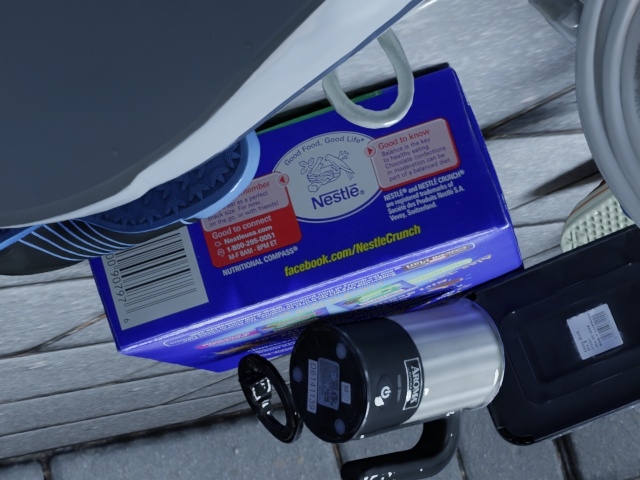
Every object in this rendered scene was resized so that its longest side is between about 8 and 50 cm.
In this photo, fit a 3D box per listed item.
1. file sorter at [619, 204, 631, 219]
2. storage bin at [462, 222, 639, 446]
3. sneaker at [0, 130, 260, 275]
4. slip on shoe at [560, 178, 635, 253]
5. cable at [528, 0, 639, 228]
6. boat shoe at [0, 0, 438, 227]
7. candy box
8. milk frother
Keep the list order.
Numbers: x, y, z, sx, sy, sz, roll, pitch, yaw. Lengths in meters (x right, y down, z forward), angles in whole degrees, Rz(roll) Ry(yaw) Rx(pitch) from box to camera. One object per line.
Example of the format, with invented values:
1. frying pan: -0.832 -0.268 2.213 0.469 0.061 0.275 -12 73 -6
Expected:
1. file sorter: 0.276 -0.087 1.234 0.118 0.104 0.170 -15 170 -8
2. storage bin: 0.205 0.070 1.296 0.180 0.122 0.084 -23 170 13
3. sneaker: -0.129 -0.031 0.998 0.232 0.081 0.090 -12 176 24
4. slip on shoe: 0.341 -0.060 1.550 0.101 0.123 0.331 -48 -174 -35
5. cable: 0.242 -0.082 0.772 0.257 0.257 0.089 -34 -171 33
6. boat shoe: 0.000 -0.114 0.595 0.367 0.136 0.156 -32 167 29
7. candy box: 0.000 0.000 1.240 0.268 0.122 0.317 -18 170 5
8. milk frother: 0.031 0.097 1.249 0.135 0.129 0.143 -8 -149 -40
